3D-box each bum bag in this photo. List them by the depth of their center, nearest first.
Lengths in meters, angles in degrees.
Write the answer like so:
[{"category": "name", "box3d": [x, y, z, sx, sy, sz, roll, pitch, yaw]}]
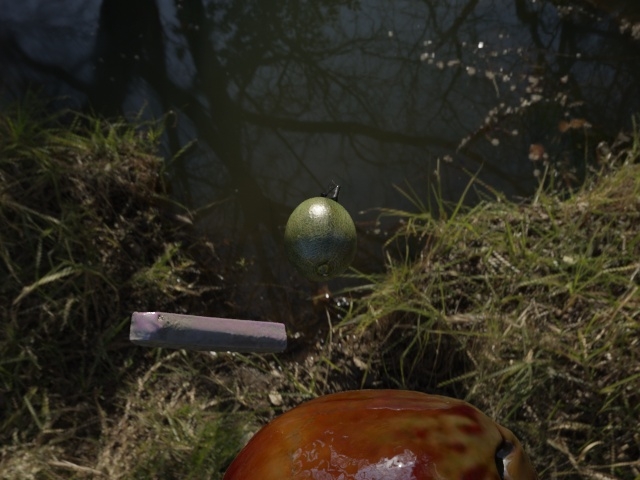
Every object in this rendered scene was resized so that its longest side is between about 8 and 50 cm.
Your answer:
[{"category": "bum bag", "box3d": [-0.007, -0.046, 1.273, 0.049, 0.198, 0.087, 18, 38, -14]}]

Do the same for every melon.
[{"category": "melon", "box3d": [0.000, 0.000, 1.131, 0.139, 0.139, 0.192, -10, 44, 4]}]

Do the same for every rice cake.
[{"category": "rice cake", "box3d": [-0.227, 0.205, 1.311, 0.064, 0.398, 0.070, -27, 62, 41]}]

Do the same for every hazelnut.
[{"category": "hazelnut", "box3d": [0.052, 0.197, 0.408, 0.217, 0.251, 0.217, -20, 56, 33]}]
